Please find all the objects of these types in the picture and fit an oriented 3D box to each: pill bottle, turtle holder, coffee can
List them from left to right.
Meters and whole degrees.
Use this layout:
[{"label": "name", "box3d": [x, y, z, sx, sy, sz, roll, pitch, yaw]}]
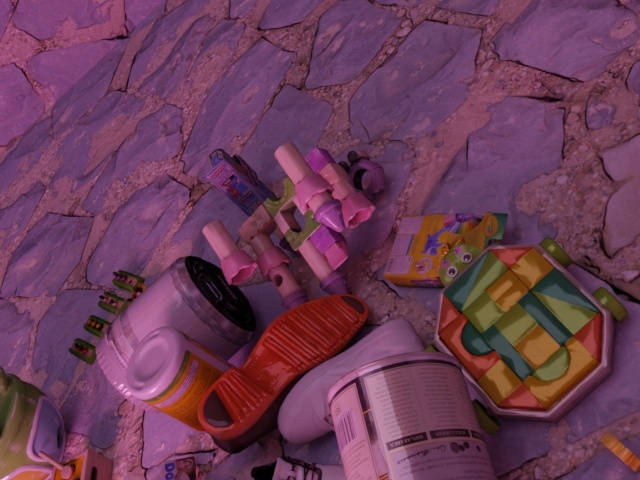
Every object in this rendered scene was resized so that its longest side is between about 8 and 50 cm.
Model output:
[{"label": "turtle holder", "box3d": [-0.682, 0.457, 1.829, 0.243, 0.227, 0.320, -44, 39, 5]}, {"label": "pill bottle", "box3d": [-0.221, 0.269, 1.518, 0.136, 0.245, 0.136, -26, 43, 27]}, {"label": "coffee can", "box3d": [0.134, 0.316, 1.120, 0.201, 0.201, 0.275, -30, 54, 23]}]

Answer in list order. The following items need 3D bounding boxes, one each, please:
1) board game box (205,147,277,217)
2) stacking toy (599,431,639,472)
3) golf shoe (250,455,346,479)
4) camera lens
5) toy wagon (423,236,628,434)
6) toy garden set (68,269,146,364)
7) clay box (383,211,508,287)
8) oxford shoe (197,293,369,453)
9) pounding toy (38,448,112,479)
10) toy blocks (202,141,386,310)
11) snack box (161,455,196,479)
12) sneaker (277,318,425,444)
[{"label": "board game box", "box3d": [-0.181, -0.134, 1.864, 0.060, 0.194, 0.194, -40, 39, 11]}, {"label": "stacking toy", "box3d": [0.378, 0.361, 1.010, 0.167, 0.052, 0.221, -49, 38, 1]}, {"label": "golf shoe", "box3d": [-0.028, 0.392, 1.351, 0.198, 0.094, 0.077, -17, 47, 33]}, {"label": "camera lens", "box3d": [-0.284, 0.184, 1.674, 0.274, 0.219, 0.219, -42, 38, 8]}, {"label": "toy wagon", "box3d": [0.277, 0.113, 1.267, 0.267, 0.068, 0.344, -44, 52, 7]}, {"label": "toy garden set", "box3d": [-0.514, 0.187, 2.037, 0.203, 0.049, 0.244, 12, 68, 49]}, {"label": "clay box", "box3d": [0.225, 0.018, 1.449, 0.222, 0.053, 0.127, 0, 61, 43]}, {"label": "oxford shoe", "box3d": [-0.056, 0.234, 1.491, 0.363, 0.133, 0.130, -37, 51, -17]}, {"label": "pounding toy", "box3d": [-0.518, 0.498, 1.735, 0.130, 0.100, 0.141, -29, 42, 23]}, {"label": "toy blocks", "box3d": [0.000, 0.000, 1.598, 0.288, 0.309, 0.260, -45, 69, 25]}, {"label": "snack box", "box3d": [-0.257, 0.471, 1.521, 0.064, 0.022, 0.178, -10, 32, -6]}, {"label": "sneaker", "box3d": [0.060, 0.270, 1.355, 0.292, 0.108, 0.169, -41, 35, 9]}]
